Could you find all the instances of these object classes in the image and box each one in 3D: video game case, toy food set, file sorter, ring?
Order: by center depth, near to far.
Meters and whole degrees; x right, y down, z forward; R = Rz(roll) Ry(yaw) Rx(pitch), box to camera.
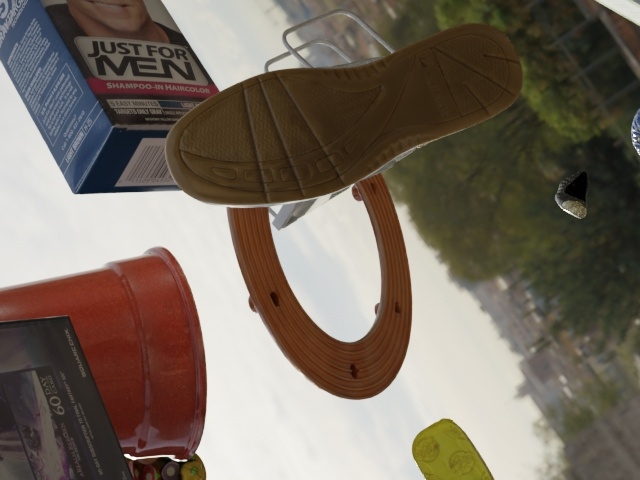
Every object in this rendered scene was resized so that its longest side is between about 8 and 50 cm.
[{"bbox_3d":[-0.263,0.161,0.923,0.274,0.026,0.196,1,-117,-66],"label":"video game case"},{"bbox_3d":[0.000,0.000,1.160,0.337,0.032,0.336,33,-132,-47],"label":"ring"},{"bbox_3d":[-0.009,-0.191,1.732,0.173,0.277,0.193,45,-137,11],"label":"file sorter"},{"bbox_3d":[-0.325,0.450,2.242,0.218,0.128,0.071,19,154,-11],"label":"toy food set"}]

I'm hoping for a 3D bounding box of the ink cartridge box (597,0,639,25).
[{"bbox_3d":[0.230,-0.259,0.910,0.209,0.109,0.062,22,-176,-23],"label":"ink cartridge box"}]

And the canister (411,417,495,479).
[{"bbox_3d":[0.179,0.299,1.477,0.126,0.073,0.170,58,-177,14],"label":"canister"}]

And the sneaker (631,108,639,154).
[{"bbox_3d":[0.533,-0.130,1.503,0.296,0.131,0.112,28,170,-29],"label":"sneaker"}]

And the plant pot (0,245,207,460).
[{"bbox_3d":[-0.308,0.154,1.360,0.272,0.265,0.272,22,115,60],"label":"plant pot"}]

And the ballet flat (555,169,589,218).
[{"bbox_3d":[0.443,-0.082,1.969,0.057,0.049,0.173,33,-156,-3],"label":"ballet flat"}]

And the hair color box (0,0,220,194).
[{"bbox_3d":[-0.248,-0.211,1.233,0.174,0.105,0.347,-5,-128,-46],"label":"hair color box"}]

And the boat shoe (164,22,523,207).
[{"bbox_3d":[0.016,-0.085,0.862,0.096,0.277,0.098,152,101,-77],"label":"boat shoe"}]
